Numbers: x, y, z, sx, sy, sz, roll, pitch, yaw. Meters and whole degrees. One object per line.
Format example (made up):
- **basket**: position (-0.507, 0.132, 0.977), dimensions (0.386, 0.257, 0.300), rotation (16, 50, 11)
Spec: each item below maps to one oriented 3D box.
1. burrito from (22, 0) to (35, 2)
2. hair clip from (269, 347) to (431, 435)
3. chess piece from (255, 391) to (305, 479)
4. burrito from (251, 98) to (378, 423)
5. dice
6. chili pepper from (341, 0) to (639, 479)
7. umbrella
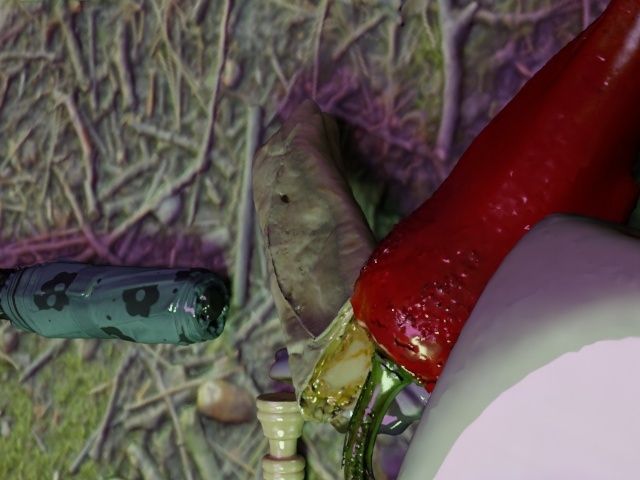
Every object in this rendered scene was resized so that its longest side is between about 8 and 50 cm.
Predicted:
- **burrito**: position (-0.207, -0.200, 1.391), dimensions (0.188, 0.045, 0.058), rotation (6, 104, 35)
- **hair clip**: position (0.089, 0.064, 1.163), dimensions (0.292, 0.084, 0.106), rotation (-18, 38, 34)
- **chess piece**: position (-0.025, 0.148, 1.281), dimensions (0.035, 0.035, 0.092), rotation (5, 99, 37)
- **burrito**: position (0.000, 0.000, 1.183), dimensions (0.087, 0.060, 0.226), rotation (-37, 43, 21)
- **dice**: position (0.201, 0.171, 0.912), dimensions (0.304, 0.277, 0.304), rotation (19, 95, 21)
- **chili pepper**: position (0.114, -0.019, 1.070), dimensions (0.110, 0.110, 0.387), rotation (36, 86, 30)
- **umbrella**: position (-0.167, 0.044, 1.373), dimensions (0.250, 0.052, 0.053), rotation (-1, 127, 37)
